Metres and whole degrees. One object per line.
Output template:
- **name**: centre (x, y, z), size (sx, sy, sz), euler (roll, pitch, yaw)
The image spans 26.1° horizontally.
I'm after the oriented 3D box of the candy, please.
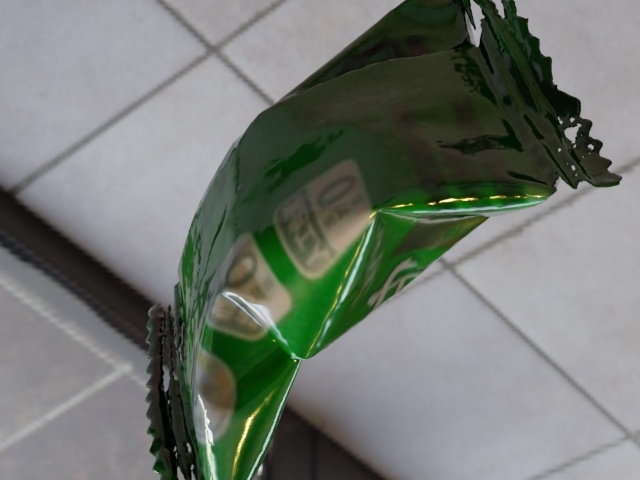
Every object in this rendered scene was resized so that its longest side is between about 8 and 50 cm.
- **candy**: centre (-0.003, -0.003, 0.469), size (0.078, 0.141, 0.203), euler (35, 114, -16)
